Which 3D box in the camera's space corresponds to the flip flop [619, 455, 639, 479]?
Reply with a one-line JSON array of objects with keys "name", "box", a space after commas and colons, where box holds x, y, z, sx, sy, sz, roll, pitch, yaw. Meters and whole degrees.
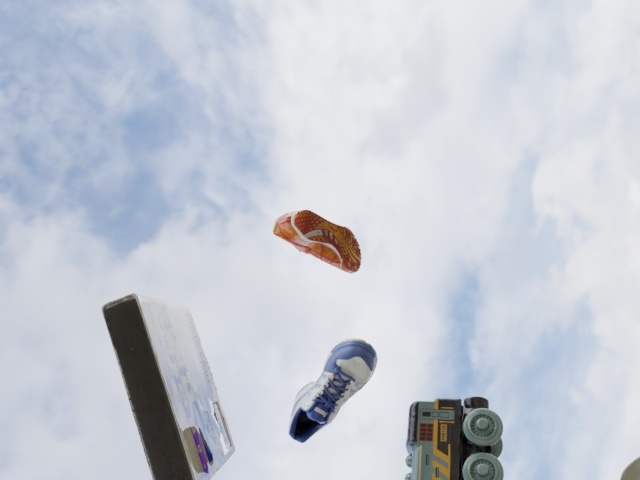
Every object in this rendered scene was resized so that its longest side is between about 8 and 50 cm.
[{"name": "flip flop", "box": [0.612, 0.377, 1.267, 0.080, 0.277, 0.112, 30, -125, -23]}]

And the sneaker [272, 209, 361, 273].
[{"name": "sneaker", "box": [0.000, 0.000, 1.164, 0.175, 0.067, 0.064, 35, -121, -39]}]

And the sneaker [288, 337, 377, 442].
[{"name": "sneaker", "box": [0.028, 0.342, 1.694, 0.112, 0.296, 0.131, 31, -146, -4]}]

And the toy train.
[{"name": "toy train", "box": [0.256, 0.458, 1.480, 0.142, 0.190, 0.334, 70, -157, -54]}]

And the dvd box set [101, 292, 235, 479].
[{"name": "dvd box set", "box": [-0.243, 0.252, 1.304, 0.062, 0.420, 0.307, -19, -97, -2]}]
